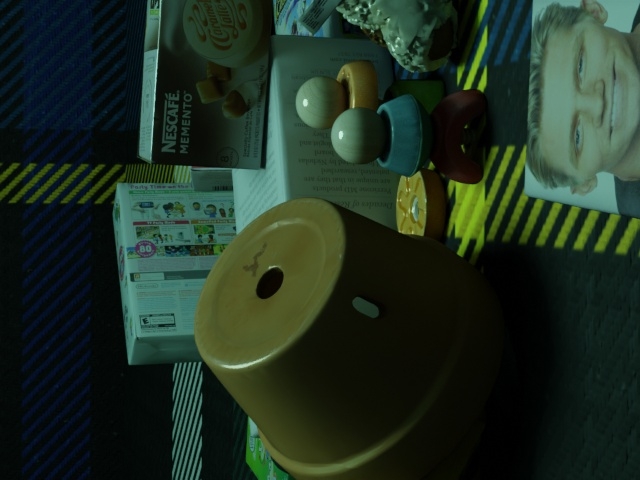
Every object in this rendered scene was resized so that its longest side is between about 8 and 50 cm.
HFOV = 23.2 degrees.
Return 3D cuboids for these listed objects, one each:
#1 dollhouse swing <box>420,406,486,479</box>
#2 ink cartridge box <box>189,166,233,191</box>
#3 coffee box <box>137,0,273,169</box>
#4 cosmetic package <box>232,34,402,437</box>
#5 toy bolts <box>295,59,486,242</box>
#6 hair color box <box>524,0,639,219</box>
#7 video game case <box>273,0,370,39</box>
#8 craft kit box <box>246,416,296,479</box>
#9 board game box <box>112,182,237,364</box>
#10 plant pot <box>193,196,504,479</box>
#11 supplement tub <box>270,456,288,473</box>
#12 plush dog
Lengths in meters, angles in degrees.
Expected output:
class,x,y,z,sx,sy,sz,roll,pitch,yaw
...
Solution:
class,x,y,z,sx,sy,sz,roll,pitch,yaw
dollhouse swing,0.129,0.381,1.670,0.315,0.305,0.347,47,159,-1
ink cartridge box,-0.137,-0.246,2.360,0.272,0.130,0.309,114,154,-82
coffee box,-0.140,-0.214,1.880,0.098,0.141,0.246,-156,71,-71
cosmetic package,0.000,0.000,1.924,0.230,0.161,0.453,133,136,-65
toy bolts,0.066,-0.091,1.704,0.228,0.158,0.218,-168,79,-73
hair color box,0.264,-0.100,1.130,0.347,0.105,0.174,-159,70,-73
video game case,-0.002,-0.306,2.113,0.269,0.061,0.244,126,142,-64
craft kit box,-0.052,0.251,2.302,0.246,0.061,0.250,-139,51,-72
board game box,-0.213,0.048,2.549,0.097,0.224,0.303,108,156,-53
plant pot,0.011,0.093,1.577,0.291,0.203,0.291,-28,42,29
supplement tub,-0.016,0.235,2.080,0.198,0.106,0.106,111,154,-49
plush dog,0.055,-0.319,1.746,0.225,0.211,0.262,-35,-53,-81
